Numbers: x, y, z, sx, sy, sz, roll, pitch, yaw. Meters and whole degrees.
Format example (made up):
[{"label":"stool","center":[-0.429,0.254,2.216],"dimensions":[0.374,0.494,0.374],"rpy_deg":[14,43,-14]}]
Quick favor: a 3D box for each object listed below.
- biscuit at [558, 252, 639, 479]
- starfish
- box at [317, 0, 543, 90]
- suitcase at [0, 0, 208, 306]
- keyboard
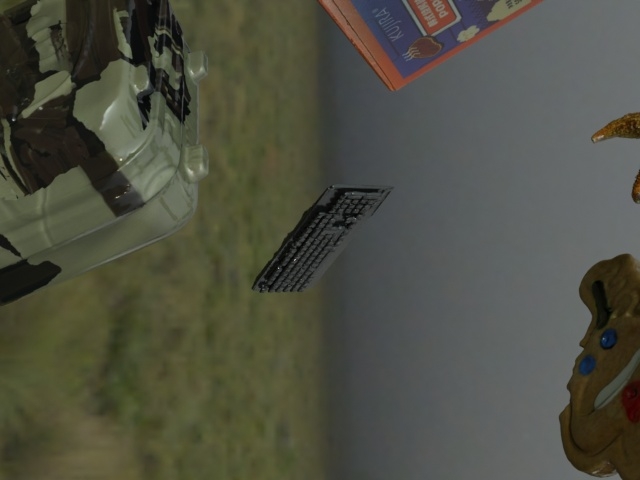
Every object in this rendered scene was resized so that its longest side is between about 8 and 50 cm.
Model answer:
[{"label":"biscuit","center":[0.309,0.128,1.562],"dimensions":[0.183,0.047,0.320],"rpy_deg":[-36,-148,31]},{"label":"starfish","center":[0.413,-0.119,1.747],"dimensions":[0.227,0.240,0.043],"rpy_deg":[-58,134,-38]},{"label":"box","center":[0.075,-0.428,1.982],"dimensions":[0.319,0.257,0.348],"rpy_deg":[64,9,24]},{"label":"suitcase","center":[-0.279,-0.094,1.548],"dimensions":[0.351,0.339,0.194],"rpy_deg":[-96,159,-55]},{"label":"keyboard","center":[0.000,0.002,1.533],"dimensions":[0.196,0.074,0.015],"rpy_deg":[-51,-137,49]}]
